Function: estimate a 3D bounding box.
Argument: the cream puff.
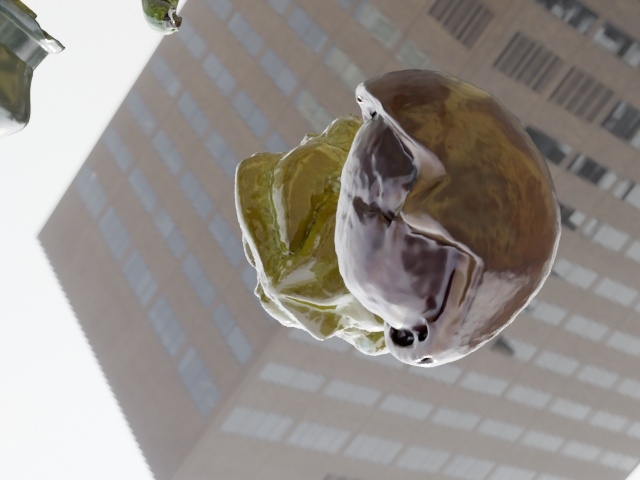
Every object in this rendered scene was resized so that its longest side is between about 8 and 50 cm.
[{"bbox_3d":[-0.005,-0.004,1.574,0.269,0.274,0.323,1,-115,-36],"label":"cream puff"}]

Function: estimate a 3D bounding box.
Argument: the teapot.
[{"bbox_3d":[-0.295,-0.160,1.023,0.165,0.119,0.130,38,177,42],"label":"teapot"}]

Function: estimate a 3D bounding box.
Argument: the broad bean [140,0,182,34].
[{"bbox_3d":[-0.226,-0.361,1.767,0.067,0.075,0.325,53,-165,-33],"label":"broad bean"}]

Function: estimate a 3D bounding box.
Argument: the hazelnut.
[{"bbox_3d":[0.078,-0.023,0.855,0.202,0.160,0.170,60,153,-5],"label":"hazelnut"}]
